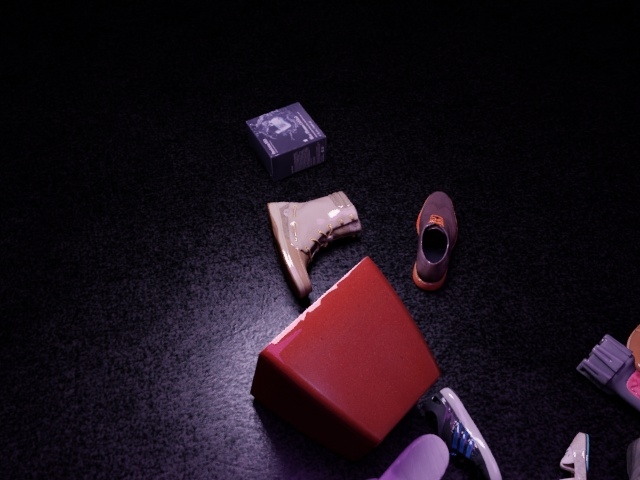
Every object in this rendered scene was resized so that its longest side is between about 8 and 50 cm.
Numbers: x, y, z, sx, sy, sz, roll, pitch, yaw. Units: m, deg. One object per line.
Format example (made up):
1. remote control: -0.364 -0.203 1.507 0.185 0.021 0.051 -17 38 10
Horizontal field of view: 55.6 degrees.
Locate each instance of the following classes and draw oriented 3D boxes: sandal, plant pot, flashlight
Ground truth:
1. sandal: 0.117 0.443 1.037 0.265 0.076 0.102 -41 85 -15
2. plant pot: 0.055 0.240 1.099 0.236 0.267 0.267 44 63 13
3. flashlight: 0.642 0.299 1.127 0.103 0.103 0.304 -40 64 -15

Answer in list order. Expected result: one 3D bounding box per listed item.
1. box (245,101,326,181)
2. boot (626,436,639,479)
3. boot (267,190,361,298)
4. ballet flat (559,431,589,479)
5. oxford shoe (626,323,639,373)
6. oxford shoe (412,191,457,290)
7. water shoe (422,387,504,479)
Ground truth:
1. box: -0.088 -0.256 1.570 0.158 0.093 0.156 -24 56 -16
2. boot: 0.568 0.412 1.005 0.083 0.161 0.247 10 53 9
3. boot: 0.000 0.000 1.374 0.203 0.095 0.262 -12 49 -10
4. ballet flat: 0.448 0.415 1.073 0.052 0.057 0.168 4 51 16
5. oxford shoe: 0.681 0.189 1.233 0.076 0.076 0.212 27 59 17
6. oxford shoe: 0.269 -0.021 1.381 0.096 0.098 0.272 7 53 6
7. water shoe: 0.259 0.372 1.110 0.080 0.073 0.203 -31 51 4
